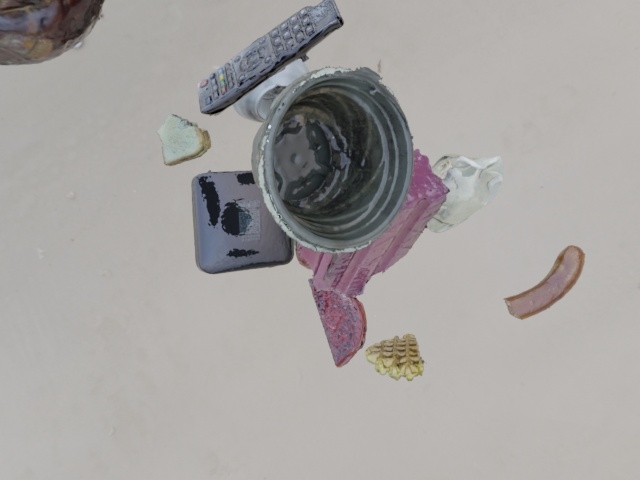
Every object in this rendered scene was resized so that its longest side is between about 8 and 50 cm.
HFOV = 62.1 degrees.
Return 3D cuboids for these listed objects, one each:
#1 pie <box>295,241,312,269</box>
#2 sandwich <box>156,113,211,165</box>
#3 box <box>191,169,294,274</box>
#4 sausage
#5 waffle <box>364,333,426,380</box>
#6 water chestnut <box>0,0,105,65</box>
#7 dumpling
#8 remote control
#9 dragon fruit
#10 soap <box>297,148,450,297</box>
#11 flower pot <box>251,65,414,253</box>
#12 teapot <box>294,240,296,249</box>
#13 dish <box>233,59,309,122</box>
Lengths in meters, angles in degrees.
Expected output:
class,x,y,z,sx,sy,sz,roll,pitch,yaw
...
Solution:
class,x,y,z,sx,sy,sz,roll,pitch,yaw
pie,0.000,0.000,1.238,0.036,0.154,0.154,30,86,36
sandwich,-0.255,-0.194,0.994,0.105,0.036,0.093,-9,94,27
box,-0.212,-0.057,1.491,0.290,0.073,0.288,-7,100,-30
sausage,0.657,0.129,1.533,0.302,0.076,0.102,-36,80,-12
waffle,0.185,0.258,1.181,0.161,0.192,0.046,-9,99,-26
water chestnut,-0.473,-0.457,0.814,0.336,0.335,0.346,6,43,7
dumpling,0.450,-0.167,1.690,0.243,0.318,0.187,-8,52,-16
remote control,-0.124,-0.433,1.263,0.399,0.062,0.144,-29,51,18
dragon fruit,0.081,0.272,1.830,0.152,0.205,0.316,-19,69,-1
soap,0.072,-0.010,0.897,0.182,0.289,0.112,-11,57,-25
flower pot,-0.003,-0.105,0.705,0.236,0.141,0.235,-8,104,-33
teapot,-0.166,-0.085,1.876,0.322,0.239,0.239,4,81,-14
dish,-0.170,-0.535,1.981,0.317,0.316,0.106,-25,60,2
